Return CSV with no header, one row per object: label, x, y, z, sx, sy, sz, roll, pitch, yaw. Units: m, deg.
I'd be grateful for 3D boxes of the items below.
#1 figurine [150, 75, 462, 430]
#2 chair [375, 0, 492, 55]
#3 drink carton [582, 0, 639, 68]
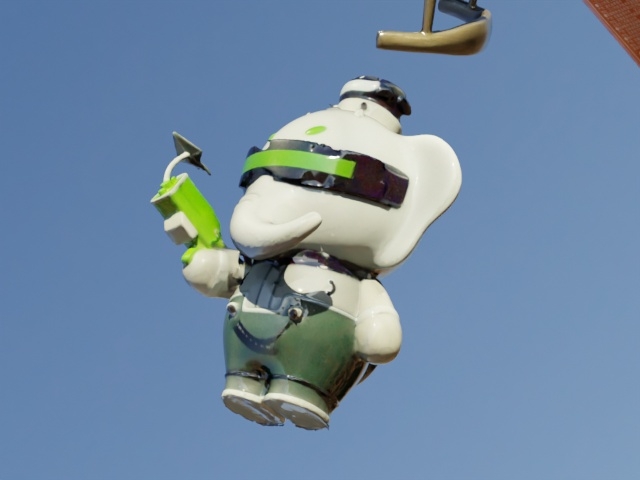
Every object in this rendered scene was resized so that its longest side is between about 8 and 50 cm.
figurine,0.000,0.000,0.985,0.126,0.147,0.192,39,-119,-42
chair,0.058,-0.292,1.552,0.188,0.166,0.272,-39,-50,-65
drink carton,0.234,-0.221,1.437,0.223,0.071,0.096,44,-129,-32
